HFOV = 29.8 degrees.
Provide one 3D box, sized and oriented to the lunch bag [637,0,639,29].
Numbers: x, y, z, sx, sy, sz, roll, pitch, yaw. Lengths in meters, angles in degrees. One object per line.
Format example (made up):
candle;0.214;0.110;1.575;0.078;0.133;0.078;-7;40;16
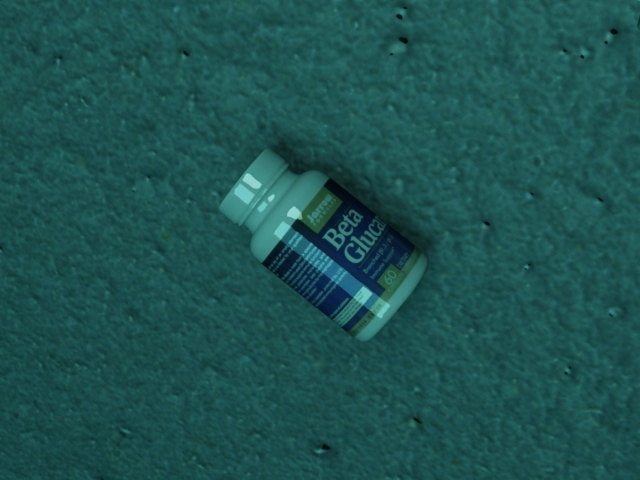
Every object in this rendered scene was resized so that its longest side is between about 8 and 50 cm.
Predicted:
lunch bag;0.328;-0.198;0.685;0.223;0.160;0.262;20;125;3

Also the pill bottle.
pill bottle;0.000;0.000;1.020;0.169;0.094;0.094;38;125;-2
